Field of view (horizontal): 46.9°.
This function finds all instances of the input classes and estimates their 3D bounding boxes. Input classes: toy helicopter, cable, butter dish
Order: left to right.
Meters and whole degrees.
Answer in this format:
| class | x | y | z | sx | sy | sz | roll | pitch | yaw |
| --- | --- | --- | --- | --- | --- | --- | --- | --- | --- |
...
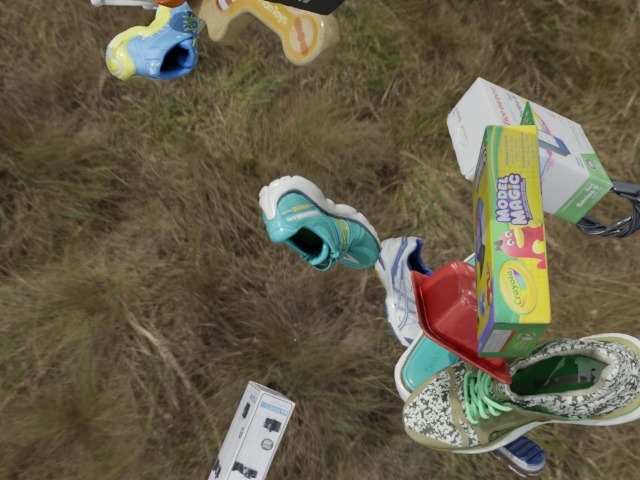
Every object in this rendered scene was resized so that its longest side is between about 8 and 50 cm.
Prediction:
| class | x | y | z | sx | sy | sz | roll | pitch | yaw |
| --- | --- | --- | --- | --- | --- | --- | --- | --- | --- |
| toy helicopter | -0.083 | -0.374 | 1.057 | 0.355 | 0.140 | 0.235 | 47 | 117 | 30 |
| butter dish | 0.215 | 0.087 | 0.997 | 0.160 | 0.160 | 0.118 | 31 | 116 | -16 |
| cable | 0.662 | -0.076 | 1.719 | 0.185 | 0.150 | 0.047 | 8 | 37 | 9 |

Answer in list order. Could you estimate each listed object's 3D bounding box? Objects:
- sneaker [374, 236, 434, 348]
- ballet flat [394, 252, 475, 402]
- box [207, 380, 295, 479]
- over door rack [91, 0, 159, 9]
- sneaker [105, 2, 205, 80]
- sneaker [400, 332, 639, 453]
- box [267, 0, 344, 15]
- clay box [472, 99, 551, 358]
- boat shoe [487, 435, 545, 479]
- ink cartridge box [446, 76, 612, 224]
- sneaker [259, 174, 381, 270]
| class | x | y | z | sx | sy | sz | roll | pitch | yaw |
| --- | --- | --- | --- | --- | --- | --- | --- | --- | --- |
| sneaker | 0.229 | 0.134 | 1.811 | 0.131 | 0.112 | 0.296 | -16 | 96 | 37 |
| ballet flat | 0.268 | 0.156 | 1.394 | 0.139 | 0.139 | 0.400 | 41 | 67 | 4 |
| box | -0.169 | 0.485 | 1.710 | 0.087 | 0.169 | 0.289 | 24 | 83 | -13 |
| over door rack | -0.342 | -0.493 | 1.152 | 0.108 | 0.324 | 0.239 | 5 | 104 | 16 |
| sneaker | -0.227 | -0.319 | 1.195 | 0.126 | 0.091 | 0.240 | 21 | 50 | 22 |
| sneaker | 0.280 | 0.213 | 1.091 | 0.410 | 0.182 | 0.158 | -23 | 60 | 30 |
| box | 0.025 | -0.222 | 0.434 | 0.101 | 0.244 | 0.060 | 2 | 77 | -33 |
| clay box | 0.177 | -0.010 | 0.708 | 0.053 | 0.127 | 0.222 | 0 | 67 | 5 |
| boat shoe | 0.308 | 0.349 | 1.278 | 0.066 | 0.183 | 0.066 | -22 | 126 | -22 |
| ink cartridge box | 0.309 | -0.134 | 1.108 | 0.213 | 0.093 | 0.154 | 18 | 40 | -21 |
| sneaker | 0.000 | 0.000 | 1.154 | 0.107 | 0.275 | 0.109 | -26 | 58 | 29 |
